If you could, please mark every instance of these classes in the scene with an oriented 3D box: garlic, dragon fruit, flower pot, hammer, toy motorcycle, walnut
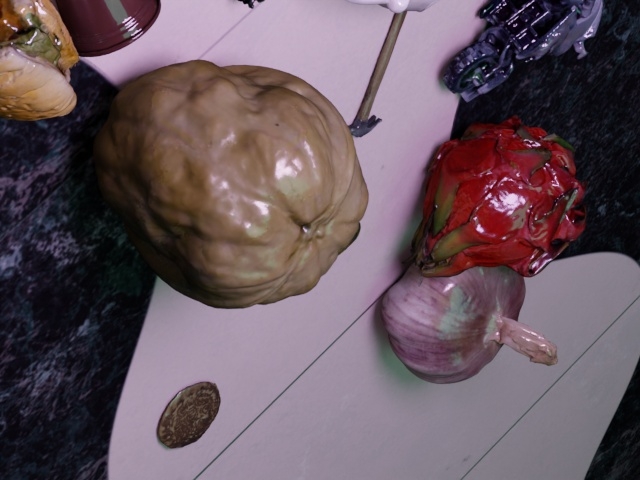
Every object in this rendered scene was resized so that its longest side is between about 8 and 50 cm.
[{"bbox_3d":[0.239,0.121,2.423,0.245,0.253,0.245,-41,148,-32],"label":"garlic"},{"bbox_3d":[0.239,-0.038,2.280,0.293,0.234,0.234,-52,147,-6],"label":"dragon fruit"},{"bbox_3d":[-0.226,-0.251,1.635,0.111,0.111,0.089,-41,132,-16],"label":"flower pot"},{"bbox_3d":[0.077,-0.214,2.107,0.062,0.017,0.182,-7,126,-48],"label":"hammer"},{"bbox_3d":[0.286,-0.282,2.212,0.270,0.106,0.159,-38,160,8],"label":"toy motorcycle"},{"bbox_3d":[-0.098,-0.065,1.804,0.282,0.277,0.253,-18,128,-58],"label":"walnut"}]

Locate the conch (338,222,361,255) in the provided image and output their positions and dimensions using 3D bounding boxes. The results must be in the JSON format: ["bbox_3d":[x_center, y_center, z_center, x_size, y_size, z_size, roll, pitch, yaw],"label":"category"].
[{"bbox_3d":[0.000,0.000,2.177,0.105,0.079,0.170,-11,146,-37],"label":"conch"}]

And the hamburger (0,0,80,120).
[{"bbox_3d":[-0.304,-0.167,1.580,0.135,0.155,0.208,-41,153,-8],"label":"hamburger"}]

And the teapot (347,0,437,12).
[{"bbox_3d":[0.122,-0.354,1.905,0.298,0.139,0.204,-38,-175,-34],"label":"teapot"}]

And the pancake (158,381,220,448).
[{"bbox_3d":[-0.178,0.239,2.241,0.115,0.011,0.115,-31,142,-28],"label":"pancake"}]

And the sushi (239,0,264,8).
[{"bbox_3d":[-0.068,-0.304,1.805,0.085,0.056,0.083,-51,148,-3],"label":"sushi"}]
